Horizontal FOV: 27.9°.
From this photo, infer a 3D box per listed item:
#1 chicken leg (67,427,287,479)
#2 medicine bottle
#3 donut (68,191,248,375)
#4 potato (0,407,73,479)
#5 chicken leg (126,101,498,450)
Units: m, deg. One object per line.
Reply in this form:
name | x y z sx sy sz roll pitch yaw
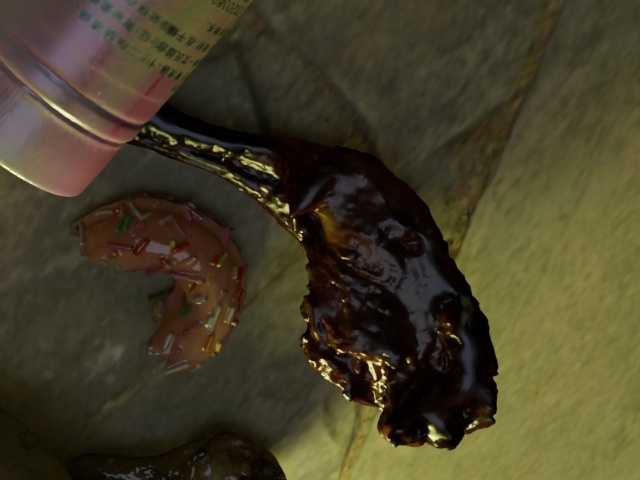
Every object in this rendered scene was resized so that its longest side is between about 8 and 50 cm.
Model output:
chicken leg | -0.127 0.210 1.154 0.198 0.069 0.085 4 140 1
medicine bottle | -0.145 -0.169 0.896 0.152 0.152 0.254 39 101 -21
donut | -0.117 0.028 1.058 0.117 0.065 0.166 -34 116 13
potato | -0.255 0.260 1.102 0.141 0.192 0.296 -47 126 -18
chicken leg | 0.000 0.000 1.030 0.407 0.096 0.158 45 82 -7
